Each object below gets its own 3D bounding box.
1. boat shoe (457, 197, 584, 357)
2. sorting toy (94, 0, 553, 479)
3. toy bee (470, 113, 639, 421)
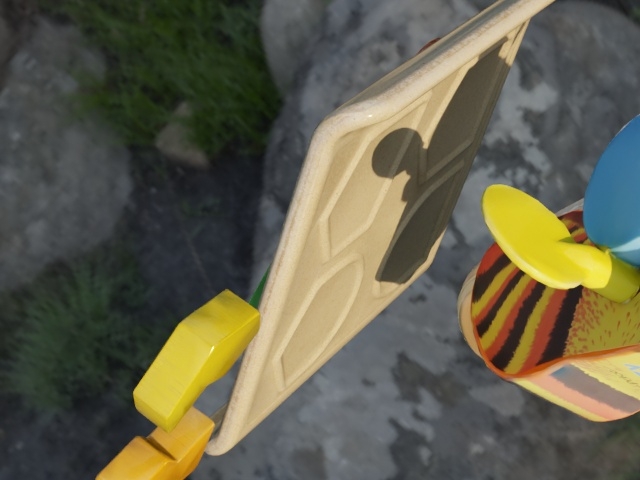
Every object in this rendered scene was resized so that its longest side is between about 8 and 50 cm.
[{"bbox_3d":[0.220,-0.010,0.888,0.302,0.109,0.098,-21,37,0],"label":"boat shoe"},{"bbox_3d":[0.000,0.000,0.696,0.041,0.229,0.307,35,40,14],"label":"sorting toy"},{"bbox_3d":[0.155,0.019,0.591,0.195,0.298,0.162,16,57,-4],"label":"toy bee"}]
